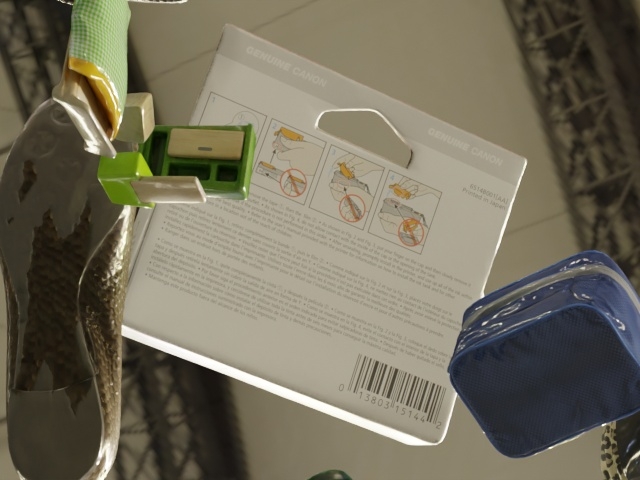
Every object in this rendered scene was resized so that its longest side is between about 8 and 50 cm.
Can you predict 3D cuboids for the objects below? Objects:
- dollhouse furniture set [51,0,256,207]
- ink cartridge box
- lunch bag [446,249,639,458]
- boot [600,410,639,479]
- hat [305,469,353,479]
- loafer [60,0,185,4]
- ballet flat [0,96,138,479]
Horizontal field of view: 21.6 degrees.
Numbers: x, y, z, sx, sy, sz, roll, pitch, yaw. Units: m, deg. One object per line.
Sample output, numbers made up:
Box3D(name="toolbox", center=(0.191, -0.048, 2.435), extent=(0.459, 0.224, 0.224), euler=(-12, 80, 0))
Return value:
Box3D(name="dollhouse furniture set", center=(-0.074, -0.064, 0.795), extent=(0.059, 0.151, 0.076), euler=(2, -114, 10))
Box3D(name="ink cartridge box", center=(0.000, 0.000, 1.392), extent=(0.296, 0.066, 0.261), euler=(23, -104, -17))
Box3D(name="lunch bag", center=(0.110, 0.054, 0.805), extent=(0.098, 0.065, 0.067), euler=(-25, -72, 25))
Box3D(name="boot", center=(0.290, 0.094, 1.333), extent=(0.085, 0.178, 0.236), euler=(15, -110, -11))
Box3D(name="hat", center=(-0.104, 0.227, 1.381), extent=(0.183, 0.173, 0.208), euler=(38, -67, -17))
Box3D(name="loafer", center=(-0.190, -0.265, 1.542), extent=(0.220, 0.078, 0.080), euler=(12, -37, 29))
Box3D(name="ballet flat", center=(-0.142, 0.030, 0.968), extent=(0.084, 0.058, 0.249), euler=(-5, -113, 5))
